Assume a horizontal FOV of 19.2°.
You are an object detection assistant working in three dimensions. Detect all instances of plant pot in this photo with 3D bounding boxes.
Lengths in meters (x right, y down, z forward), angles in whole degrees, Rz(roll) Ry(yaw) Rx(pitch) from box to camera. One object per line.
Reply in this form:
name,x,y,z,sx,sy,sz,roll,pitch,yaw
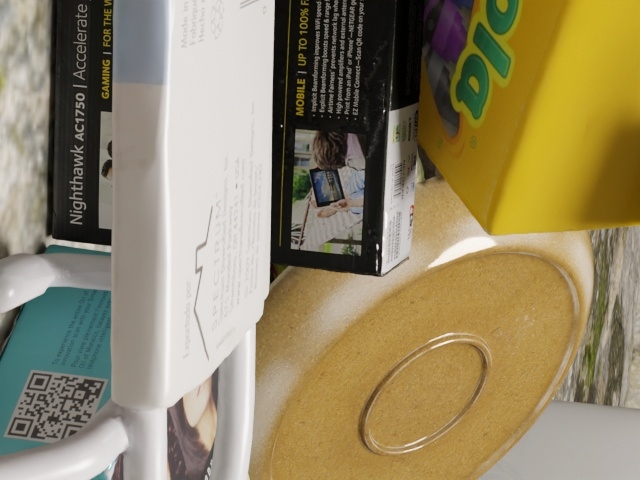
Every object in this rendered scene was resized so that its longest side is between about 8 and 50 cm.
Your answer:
plant pot,0.045,0.068,0.927,0.236,0.032,0.236,-24,139,-22

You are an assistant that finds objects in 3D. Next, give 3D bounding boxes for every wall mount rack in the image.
wall mount rack,-0.097,-0.044,0.512,0.304,0.131,0.350,-47,140,-70

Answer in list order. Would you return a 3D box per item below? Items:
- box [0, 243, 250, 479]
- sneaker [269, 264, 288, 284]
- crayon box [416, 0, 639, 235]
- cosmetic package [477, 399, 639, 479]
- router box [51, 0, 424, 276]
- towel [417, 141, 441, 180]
box,-0.071,0.120,0.763,0.244,0.060,0.100,79,23,-47
sneaker,0.000,0.000,0.951,0.094,0.082,0.208,-30,113,-71
crayon box,0.075,-0.148,0.716,0.323,0.083,0.203,56,-40,43
cosmetic package,0.109,0.217,1.134,0.138,0.225,0.224,80,21,-45
router box,-0.030,-0.083,0.700,0.046,0.133,0.178,-28,123,-71
towel,0.053,-0.129,0.983,0.187,0.049,0.282,79,-1,-49
